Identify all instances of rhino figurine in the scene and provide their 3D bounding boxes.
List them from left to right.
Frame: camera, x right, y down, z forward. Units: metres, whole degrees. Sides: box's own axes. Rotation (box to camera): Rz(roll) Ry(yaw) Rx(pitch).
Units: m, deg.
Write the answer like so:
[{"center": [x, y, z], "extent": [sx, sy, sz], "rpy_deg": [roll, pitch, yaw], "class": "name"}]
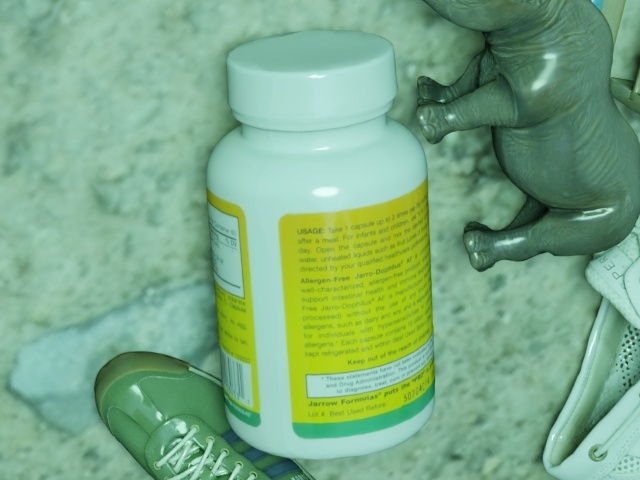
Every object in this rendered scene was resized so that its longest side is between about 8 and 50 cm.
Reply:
[{"center": [0.104, -0.080, 0.913], "extent": [0.106, 0.073, 0.243], "rpy_deg": [-16, 128, 10], "class": "rhino figurine"}]

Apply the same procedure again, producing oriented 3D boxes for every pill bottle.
[{"center": [0.000, 0.000, 0.926], "extent": [0.117, 0.117, 0.208], "rpy_deg": [-8, 111, -10], "class": "pill bottle"}]

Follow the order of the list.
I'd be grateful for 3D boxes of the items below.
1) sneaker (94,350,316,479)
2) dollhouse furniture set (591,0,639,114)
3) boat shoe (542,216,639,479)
[{"center": [-0.044, 0.139, 0.981], "extent": [0.064, 0.086, 0.192], "rpy_deg": [-45, 112, 5], "class": "sneaker"}, {"center": [0.169, -0.153, 0.904], "extent": [0.129, 0.129, 0.184], "rpy_deg": [7, 107, -15], "class": "dollhouse furniture set"}, {"center": [0.198, 0.027, 0.991], "extent": [0.096, 0.098, 0.277], "rpy_deg": [10, 108, -17], "class": "boat shoe"}]
